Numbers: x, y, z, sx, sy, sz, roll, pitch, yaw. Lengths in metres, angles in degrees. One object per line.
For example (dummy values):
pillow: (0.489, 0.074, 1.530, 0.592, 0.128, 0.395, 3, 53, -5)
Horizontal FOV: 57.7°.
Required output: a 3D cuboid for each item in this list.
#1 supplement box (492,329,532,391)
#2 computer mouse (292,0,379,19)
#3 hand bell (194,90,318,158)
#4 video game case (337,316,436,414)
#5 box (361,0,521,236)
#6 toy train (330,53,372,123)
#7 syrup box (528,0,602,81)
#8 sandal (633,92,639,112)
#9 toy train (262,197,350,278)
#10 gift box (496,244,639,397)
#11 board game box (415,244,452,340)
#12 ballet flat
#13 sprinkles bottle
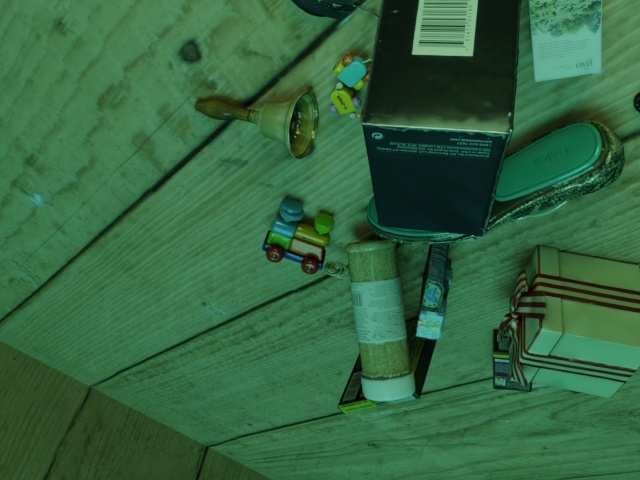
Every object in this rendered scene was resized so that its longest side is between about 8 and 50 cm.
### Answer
supplement box: (0.520, 0.327, 1.571, 0.104, 0.081, 0.188, 1, 138, 17)
computer mouse: (0.058, -0.366, 0.932, 0.242, 0.041, 0.071, 19, 140, -5)
hand bell: (-0.139, -0.240, 1.118, 0.242, 0.126, 0.126, 14, 142, 20)
video game case: (0.185, 0.318, 1.518, 0.248, 0.275, 0.035, -26, 112, 39)
box: (0.173, -0.200, 0.832, 0.182, 0.296, 0.294, 6, 158, 13)
toy train: (0.080, -0.269, 1.040, 0.125, 0.046, 0.166, 8, 143, 7)
syrup box: (0.341, -0.350, 0.812, 0.093, 0.096, 0.237, -2, 138, 23)
sandal: (0.575, -0.255, 0.902, 0.067, 0.040, 0.179, 36, 152, -15)
toy train: (0.000, 0.000, 1.351, 0.248, 0.105, 0.143, 19, 128, -4)
gift box: (0.534, 0.185, 1.255, 0.258, 0.276, 0.255, 11, 136, 8)
board game box: (0.261, 0.114, 1.314, 0.060, 0.194, 0.194, 9, 141, 8)
ballet flat: (0.330, -0.077, 1.114, 0.482, 0.164, 0.182, -18, 150, 33)
sprinkles bottle: (0.136, 0.176, 1.323, 0.121, 0.356, 0.121, -7, -179, 0)
